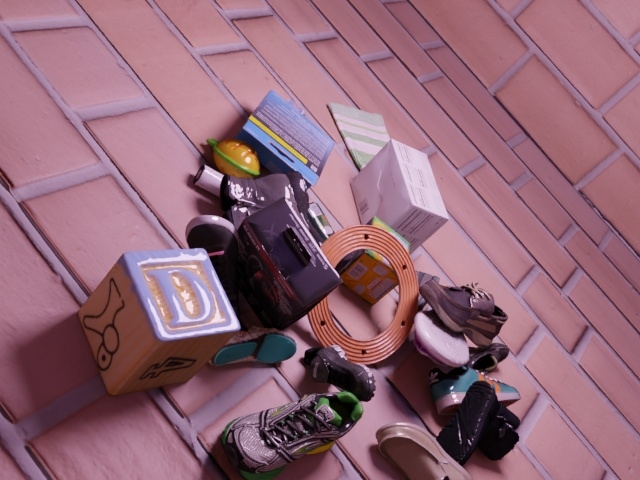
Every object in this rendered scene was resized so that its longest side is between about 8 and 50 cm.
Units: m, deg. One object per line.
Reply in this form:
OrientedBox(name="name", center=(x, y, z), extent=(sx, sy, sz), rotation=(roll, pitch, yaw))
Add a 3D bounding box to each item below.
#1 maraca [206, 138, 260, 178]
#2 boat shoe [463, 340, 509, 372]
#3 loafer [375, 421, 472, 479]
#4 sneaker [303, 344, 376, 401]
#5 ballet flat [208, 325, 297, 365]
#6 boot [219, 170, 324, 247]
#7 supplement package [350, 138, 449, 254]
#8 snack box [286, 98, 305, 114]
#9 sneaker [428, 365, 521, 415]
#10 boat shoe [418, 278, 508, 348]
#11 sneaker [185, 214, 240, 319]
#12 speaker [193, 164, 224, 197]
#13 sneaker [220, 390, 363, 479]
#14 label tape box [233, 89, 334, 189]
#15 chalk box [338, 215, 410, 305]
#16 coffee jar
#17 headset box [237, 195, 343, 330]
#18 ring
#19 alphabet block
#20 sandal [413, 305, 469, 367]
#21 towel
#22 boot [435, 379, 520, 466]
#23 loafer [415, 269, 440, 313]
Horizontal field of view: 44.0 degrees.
OrientedBox(name="maraca", center=(-0.222, -0.213, 2.016), extent=(0.127, 0.099, 0.185), rotation=(24, 13, -42))
OrientedBox(name="boat shoe", center=(0.449, 0.326, 2.155), extent=(0.223, 0.080, 0.073), rotation=(1, 24, -43))
OrientedBox(name="loafer", center=(0.232, 0.499, 1.745), extent=(0.268, 0.102, 0.092), rotation=(37, 29, -13))
OrientedBox(name="sneaker", center=(0.032, 0.288, 1.715), extent=(0.106, 0.078, 0.234), rotation=(7, 11, -27))
OrientedBox(name="ballet flat", center=(-0.151, 0.212, 1.663), extent=(0.240, 0.091, 0.077), rotation=(7, 27, -47))
OrientedBox(name="boot", center=(-0.120, -0.003, 1.903), extent=(0.222, 0.118, 0.338), rotation=(-10, 73, -31))
OrientedBox(name="supplement package", center=(0.223, -0.117, 2.283), extent=(0.145, 0.204, 0.262), rotation=(19, 42, -32))
OrientedBox(name="snack box", center=(-0.101, -0.367, 2.364), extent=(0.064, 0.022, 0.178), rotation=(40, 35, -7))
OrientedBox(name="sneaker", center=(0.400, 0.377, 2.043), extent=(0.302, 0.108, 0.121), rotation=(9, 52, -39))
OrientedBox(name="boat shoe", center=(0.373, 0.162, 2.036), extent=(0.355, 0.130, 0.132), rotation=(33, 14, -51))
OrientedBox(name="sneaker", center=(-0.209, 0.074, 1.598), extent=(0.104, 0.296, 0.147), rotation=(-6, 58, -4))
OrientedBox(name="speaker", center=(-0.240, -0.131, 1.942), extent=(0.136, 0.055, 0.055), rotation=(29, 37, -23))
OrientedBox(name="sneaker", center=(-0.053, 0.361, 1.549), extent=(0.343, 0.146, 0.134), rotation=(-11, 63, -50))
OrientedBox(name="label tape box", center=(-0.105, -0.248, 2.131), extent=(0.240, 0.106, 0.334), rotation=(39, 28, -9))
OrientedBox(name="chalk box", center=(0.145, 0.040, 2.103), extent=(0.132, 0.132, 0.213), rotation=(37, 36, -12))
OrientedBox(name="coffee jar", center=(0.000, 0.000, 2.024), extent=(0.079, 0.096, 0.184), rotation=(-16, 67, -52))
OrientedBox(name="headset box", center=(-0.086, 0.058, 1.674), extent=(0.110, 0.293, 0.218), rotation=(-31, 81, -26))
OrientedBox(name="ring", center=(0.100, 0.130, 1.910), extent=(0.336, 0.032, 0.337), rotation=(1, 88, -34))
OrientedBox(name="alphabet block", center=(-0.300, 0.147, 1.465), extent=(0.193, 0.197, 0.193), rotation=(0, 55, -46))
OrientedBox(name="sandal", center=(0.295, 0.260, 2.020), extent=(0.169, 0.102, 0.416), rotation=(46, 12, 9))
OrientedBox(name="towel", center=(0.172, -0.308, 2.579), extent=(0.247, 0.038, 0.325), rotation=(7, 49, -41))
OrientedBox(name="boot", center=(0.385, 0.486, 1.910), extent=(0.247, 0.094, 0.207), rotation=(-56, 130, -21))
OrientedBox(name="loafer", center=(0.251, 0.153, 2.155), extent=(0.084, 0.096, 0.267), rotation=(29, 25, 11))
